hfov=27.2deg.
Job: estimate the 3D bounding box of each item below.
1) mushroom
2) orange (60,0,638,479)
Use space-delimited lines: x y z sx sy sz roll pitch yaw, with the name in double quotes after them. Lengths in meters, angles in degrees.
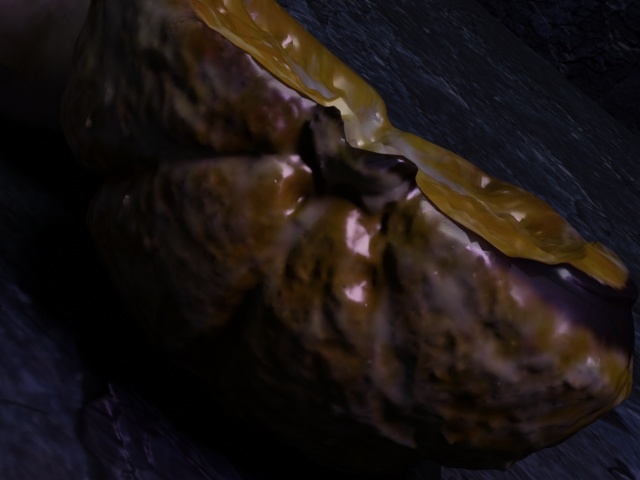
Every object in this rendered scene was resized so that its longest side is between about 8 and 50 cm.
-0.164 -0.157 0.898 0.226 0.178 0.226 7 44 -7 "mushroom"
0.000 0.000 0.752 0.368 0.210 0.271 37 17 3 "orange"
